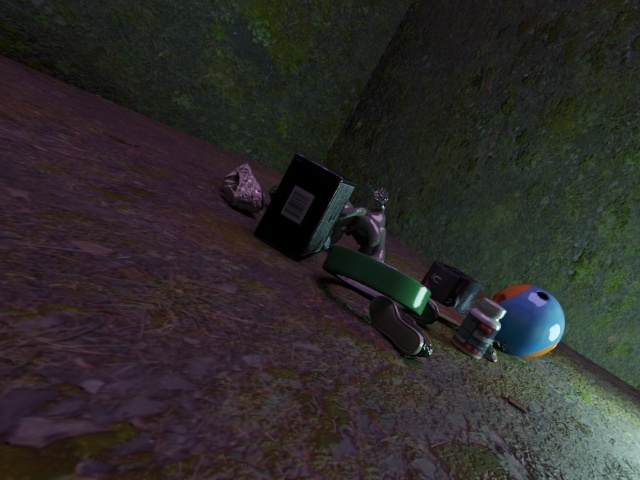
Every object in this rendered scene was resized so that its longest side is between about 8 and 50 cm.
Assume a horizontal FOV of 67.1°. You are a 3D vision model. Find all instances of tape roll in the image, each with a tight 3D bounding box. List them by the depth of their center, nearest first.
[{"bbox_3d":[0.162,0.119,1.423,0.321,0.077,0.321,26,-8,4],"label":"tape roll"}]

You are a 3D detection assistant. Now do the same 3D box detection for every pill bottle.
[{"bbox_3d":[0.516,0.281,1.562,0.108,0.180,0.108,28,10,-5],"label":"pill bottle"}]

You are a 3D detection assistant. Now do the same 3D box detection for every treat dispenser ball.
[{"bbox_3d":[0.802,0.315,1.902,0.288,0.288,0.288,29,10,-5],"label":"treat dispenser ball"}]

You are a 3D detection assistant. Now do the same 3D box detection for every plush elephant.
[{"bbox_3d":[0.130,-0.065,1.981,0.256,0.329,0.272,7,10,-11],"label":"plush elephant"}]

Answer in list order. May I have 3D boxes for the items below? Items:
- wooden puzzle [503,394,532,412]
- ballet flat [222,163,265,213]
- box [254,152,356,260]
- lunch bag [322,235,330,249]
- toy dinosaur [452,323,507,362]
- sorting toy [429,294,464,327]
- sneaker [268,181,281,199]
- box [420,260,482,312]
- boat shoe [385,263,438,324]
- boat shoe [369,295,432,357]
[{"bbox_3d":[0.528,0.440,1.295,0.083,0.006,0.049,32,10,16],"label":"wooden puzzle"},{"bbox_3d":[-0.315,-0.214,1.888,0.147,0.147,0.409,25,10,-23],"label":"ballet flat"},{"bbox_3d":[-0.042,-0.110,1.619,0.183,0.296,0.294,31,9,10],"label":"box"},{"bbox_3d":[0.000,0.000,1.897,0.071,0.053,0.083,32,-16,15],"label":"lunch bag"},{"bbox_3d":[0.593,0.361,1.746,0.118,0.064,0.268,20,9,-16],"label":"toy dinosaur"},{"bbox_3d":[0.435,0.253,1.922,0.229,0.041,0.307,24,10,-6],"label":"sorting toy"},{"bbox_3d":[-0.099,-0.125,2.121,0.343,0.146,0.134,47,-26,26],"label":"sneaker"},{"bbox_3d":[0.574,0.210,2.147,0.143,0.165,0.270,38,12,38],"label":"box"},{"bbox_3d":[0.263,0.169,1.610,0.303,0.114,0.091,31,4,13],"label":"boat shoe"},{"bbox_3d":[0.204,0.226,1.258,0.069,0.081,0.227,31,11,-35],"label":"boat shoe"}]
